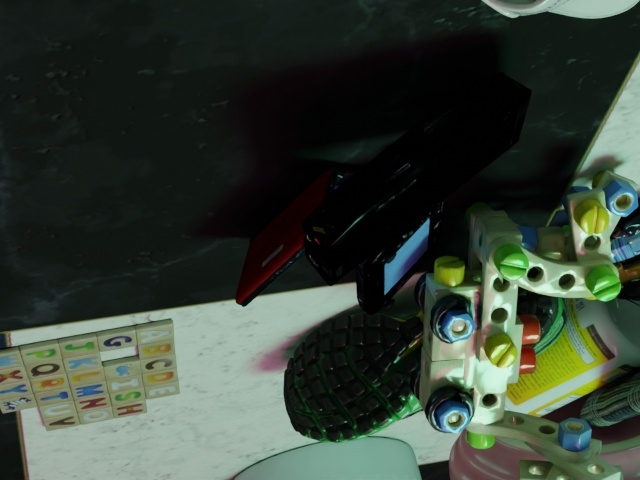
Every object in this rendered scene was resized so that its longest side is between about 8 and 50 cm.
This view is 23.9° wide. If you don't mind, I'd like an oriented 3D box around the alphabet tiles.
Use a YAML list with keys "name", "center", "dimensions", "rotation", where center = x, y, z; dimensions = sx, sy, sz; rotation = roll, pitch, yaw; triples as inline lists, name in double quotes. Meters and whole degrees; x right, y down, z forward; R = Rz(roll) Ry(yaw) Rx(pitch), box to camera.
- name: "alphabet tiles"
  center: [-0.254, 0.154, 1.645]
  dimensions: [0.198, 0.009, 0.237]
  rotation: [-10, 153, -8]

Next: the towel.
- name: "towel"
  center: [0.453, 0.100, 1.671]
  dimensions: [0.324, 0.056, 0.312]
  rotation: [-29, 172, -9]

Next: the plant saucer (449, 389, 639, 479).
- name: "plant saucer"
  center: [0.322, 0.244, 1.857]
  dimensions: [0.332, 0.084, 0.332]
  rotation: [-6, -163, 2]

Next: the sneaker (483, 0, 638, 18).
- name: "sneaker"
  center: [0.134, -0.189, 0.989]
  dimensions: [0.114, 0.152, 0.305]
  rotation: [-31, 150, 28]

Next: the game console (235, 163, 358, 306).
- name: "game console"
  center: [0.000, 0.000, 1.381]
  dimensions: [0.085, 0.124, 0.144]
  rotation: [29, 137, -18]

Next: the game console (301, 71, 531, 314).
- name: "game console"
  center: [0.084, -0.022, 1.348]
  dimensions: [0.213, 0.044, 0.361]
  rotation: [-37, 166, -9]

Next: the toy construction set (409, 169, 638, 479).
- name: "toy construction set"
  center: [0.204, 0.098, 1.468]
  dimensions: [0.215, 0.327, 0.151]
  rotation: [-5, -169, -11]

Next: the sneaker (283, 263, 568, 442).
- name: "sneaker"
  center: [0.116, 0.137, 1.652]
  dimensions: [0.343, 0.134, 0.146]
  rotation: [-22, 158, 20]

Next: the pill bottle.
- name: "pill bottle"
  center: [0.266, 0.128, 1.723]
  dimensions: [0.215, 0.117, 0.117]
  rotation: [-33, 148, 34]

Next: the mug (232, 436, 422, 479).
- name: "mug"
  center: [0.055, 0.486, 2.093]
  dimensions: [0.276, 0.328, 0.374]
  rotation: [-23, 153, 18]

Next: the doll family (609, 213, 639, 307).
- name: "doll family"
  center: [0.321, 0.016, 1.586]
  dimensions: [0.111, 0.076, 0.193]
  rotation: [-17, 149, 16]
